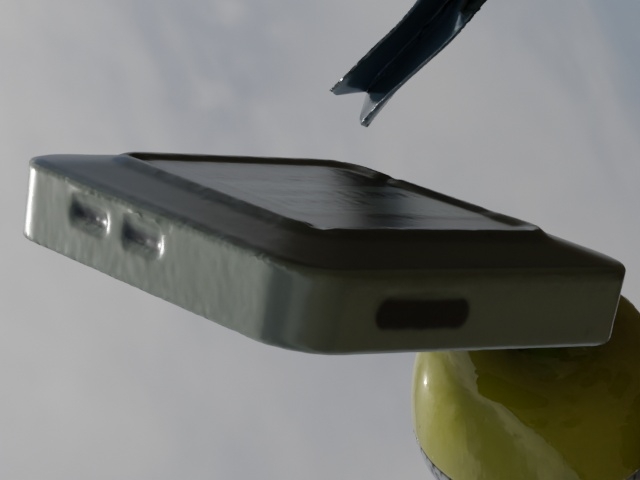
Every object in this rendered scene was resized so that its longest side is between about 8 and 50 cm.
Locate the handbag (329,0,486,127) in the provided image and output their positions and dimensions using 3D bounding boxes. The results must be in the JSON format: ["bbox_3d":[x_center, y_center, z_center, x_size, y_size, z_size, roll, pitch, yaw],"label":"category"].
[{"bbox_3d":[0.111,-0.213,2.017,0.057,0.221,0.144,47,-132,2],"label":"handbag"}]

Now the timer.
[{"bbox_3d":[0.216,0.121,1.984,0.285,0.285,0.285,48,-156,-30],"label":"timer"}]

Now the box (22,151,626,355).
[{"bbox_3d":[0.000,0.000,1.574,0.367,0.090,0.373,1,-166,-44],"label":"box"}]
